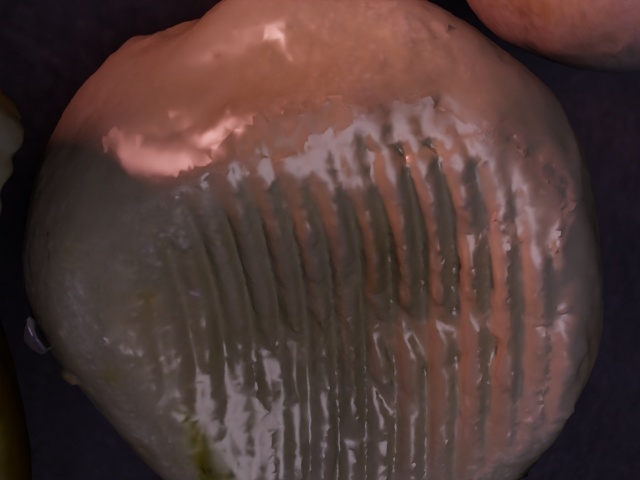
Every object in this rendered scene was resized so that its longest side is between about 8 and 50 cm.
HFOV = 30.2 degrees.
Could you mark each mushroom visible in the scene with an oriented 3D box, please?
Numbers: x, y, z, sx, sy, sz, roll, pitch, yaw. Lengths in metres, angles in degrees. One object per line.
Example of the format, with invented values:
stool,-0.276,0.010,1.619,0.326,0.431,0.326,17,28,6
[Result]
mushroom,0.132,-0.141,0.516,0.154,0.154,0.122,-7,117,-13

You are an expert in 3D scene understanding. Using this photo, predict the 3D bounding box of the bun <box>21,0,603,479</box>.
bun,0.000,0.000,0.536,0.259,0.160,0.259,-1,118,-1

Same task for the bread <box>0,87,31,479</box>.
bread,-0.239,0.040,0.422,0.264,0.239,0.395,5,96,-58
